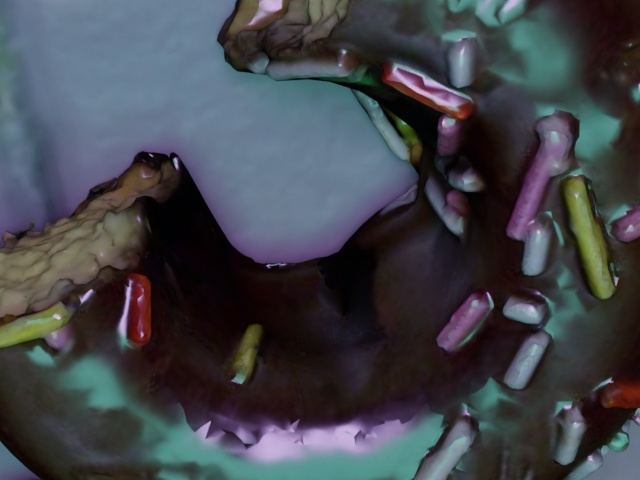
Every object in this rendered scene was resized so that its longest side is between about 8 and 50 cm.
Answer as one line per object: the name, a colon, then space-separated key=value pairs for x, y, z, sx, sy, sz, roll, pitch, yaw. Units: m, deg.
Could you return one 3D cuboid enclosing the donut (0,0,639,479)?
donut: x=0.019 y=0.013 z=0.764 sx=0.345 sy=0.136 sz=0.259 roll=-40 pitch=106 yaw=16
